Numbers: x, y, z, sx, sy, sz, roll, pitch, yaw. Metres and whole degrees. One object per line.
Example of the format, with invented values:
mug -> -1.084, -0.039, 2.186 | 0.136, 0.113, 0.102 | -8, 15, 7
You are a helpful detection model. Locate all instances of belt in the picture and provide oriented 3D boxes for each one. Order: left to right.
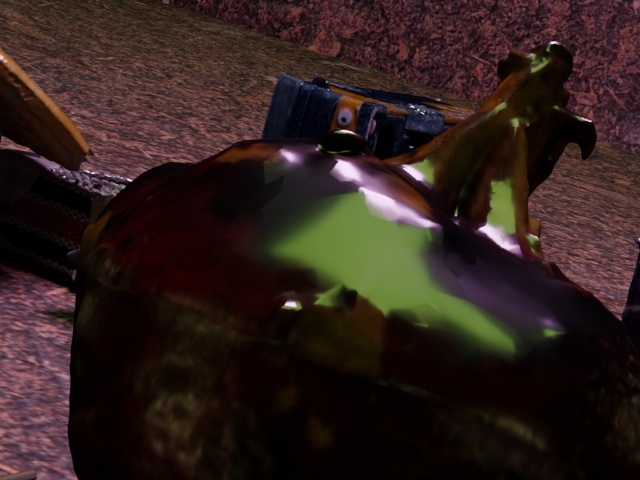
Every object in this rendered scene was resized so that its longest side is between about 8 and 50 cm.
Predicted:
belt -> -0.286, -0.040, 1.439 | 0.360, 0.094, 0.126 | 18, 8, 10

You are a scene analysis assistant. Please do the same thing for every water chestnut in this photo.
water chestnut -> 0.028, 0.052, 0.834 | 0.335, 0.347, 0.335 | 20, 4, -1

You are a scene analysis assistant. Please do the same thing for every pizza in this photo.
pizza -> -0.270, -0.124, 1.377 | 0.181, 0.034, 0.262 | 42, -12, -12

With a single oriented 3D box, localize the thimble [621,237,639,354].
thimble -> 0.352, 0.048, 1.484 | 0.150, 0.237, 0.237 | 14, 12, 16

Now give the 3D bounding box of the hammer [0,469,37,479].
hammer -> -0.195, 0.141, 0.923 | 0.035, 0.019, 0.110 | 20, 8, 25

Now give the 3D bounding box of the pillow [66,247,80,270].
pillow -> -0.059, 0.046, 1.279 | 0.186, 0.106, 0.250 | 2, 13, -44

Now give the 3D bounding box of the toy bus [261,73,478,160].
toy bus -> 0.086, -0.099, 1.967 | 0.194, 0.162, 0.323 | 23, 13, 38
